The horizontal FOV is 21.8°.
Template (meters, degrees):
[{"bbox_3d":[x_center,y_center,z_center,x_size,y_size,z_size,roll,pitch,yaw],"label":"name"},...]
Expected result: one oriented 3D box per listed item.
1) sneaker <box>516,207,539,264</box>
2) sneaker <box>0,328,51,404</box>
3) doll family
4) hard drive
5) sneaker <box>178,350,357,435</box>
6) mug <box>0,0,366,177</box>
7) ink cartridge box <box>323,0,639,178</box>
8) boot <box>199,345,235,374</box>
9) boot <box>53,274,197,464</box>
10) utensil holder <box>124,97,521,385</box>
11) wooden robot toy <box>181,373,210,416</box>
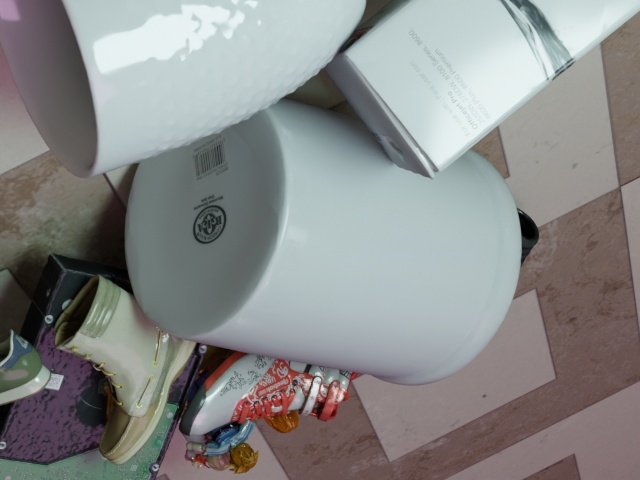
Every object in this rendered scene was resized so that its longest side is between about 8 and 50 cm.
[{"bbox_3d":[0.193,0.011,2.402,0.295,0.104,0.147,-6,139,-38],"label":"sneaker"},{"bbox_3d":[-0.425,0.166,1.981,0.192,0.064,0.086,-23,122,0],"label":"sneaker"},{"bbox_3d":[-0.120,0.244,2.402,0.263,0.163,0.118,-38,167,16],"label":"doll family"},{"bbox_3d":[-0.289,0.198,2.115,0.237,0.064,0.339,13,105,-32],"label":"hard drive"},{"bbox_3d":[-0.055,0.200,2.205,0.270,0.145,0.090,-41,164,-38],"label":"sneaker"},{"bbox_3d":[-0.142,-0.219,1.714,0.328,0.276,0.374,-22,155,-22],"label":"mug"},{"bbox_3d":[0.206,-0.257,1.814,0.395,0.166,0.285,-39,-173,-2],"label":"ink cartridge box"},{"bbox_3d":[-0.190,0.113,2.222,0.295,0.104,0.211,-9,134,-37],"label":"boot"},{"bbox_3d":[-0.259,0.158,2.028,0.165,0.077,0.213,25,94,-35],"label":"boot"},{"bbox_3d":[0.000,0.000,2.047,0.385,0.327,0.327,12,130,-42],"label":"utensil holder"},{"bbox_3d":[-0.215,0.217,2.317,0.173,0.079,0.076,1,109,-7],"label":"wooden robot toy"}]
